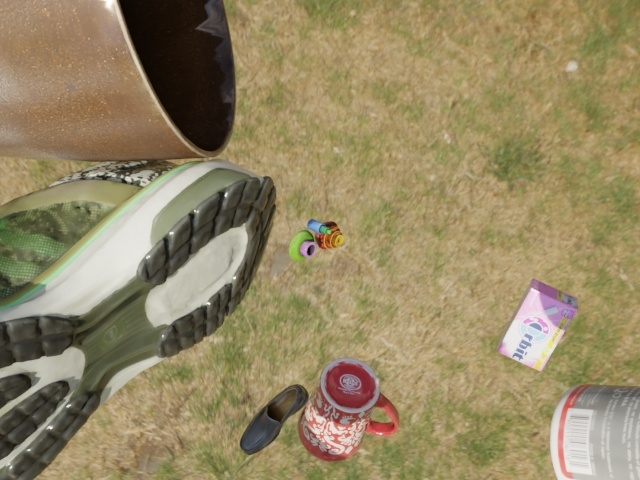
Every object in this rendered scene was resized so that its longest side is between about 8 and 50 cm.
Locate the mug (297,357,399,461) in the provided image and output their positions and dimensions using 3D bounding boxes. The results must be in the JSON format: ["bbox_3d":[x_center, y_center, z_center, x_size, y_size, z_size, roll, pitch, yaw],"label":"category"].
[{"bbox_3d":[0.047,0.258,1.111,0.150,0.169,0.113,-13,56,-20],"label":"mug"}]

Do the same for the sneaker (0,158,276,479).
[{"bbox_3d":[-0.222,0.044,0.478,0.182,0.158,0.410,29,42,29],"label":"sneaker"}]

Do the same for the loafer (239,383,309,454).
[{"bbox_3d":[-0.097,0.341,1.358,0.062,0.061,0.170,38,81,21],"label":"loafer"}]

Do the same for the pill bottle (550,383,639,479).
[{"bbox_3d":[0.453,0.265,0.880,0.161,0.283,0.161,8,78,-41],"label":"pill bottle"}]

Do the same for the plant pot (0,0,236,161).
[{"bbox_3d":[-0.204,-0.143,0.494,0.230,0.215,0.215,-10,72,12],"label":"plant pot"}]

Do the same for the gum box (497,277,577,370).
[{"bbox_3d":[0.483,0.194,1.582,0.107,0.188,0.062,25,26,10],"label":"gum box"}]

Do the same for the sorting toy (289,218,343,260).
[{"bbox_3d":[0.000,0.000,1.102,0.042,0.061,0.102,24,39,38],"label":"sorting toy"}]
